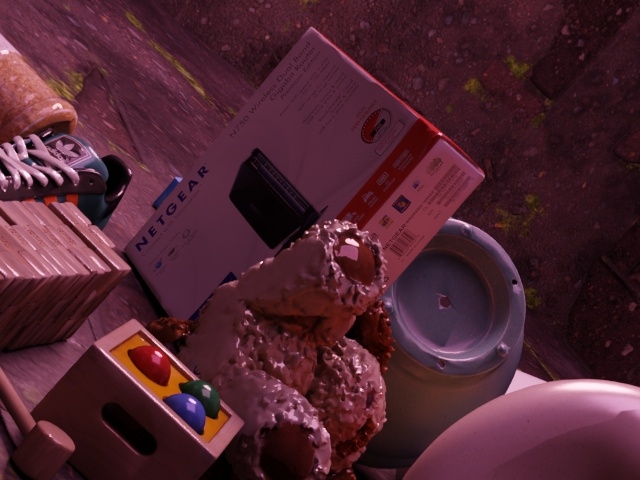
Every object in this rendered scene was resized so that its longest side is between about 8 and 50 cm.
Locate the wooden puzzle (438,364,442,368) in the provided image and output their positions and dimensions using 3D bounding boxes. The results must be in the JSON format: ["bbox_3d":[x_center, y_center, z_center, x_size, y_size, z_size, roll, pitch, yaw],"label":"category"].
[{"bbox_3d":[0.082,0.158,2.069,0.348,0.080,0.322,42,9,-5],"label":"wooden puzzle"}]

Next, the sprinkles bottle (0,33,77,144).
[{"bbox_3d":[-0.407,-0.210,1.548,0.355,0.121,0.121,45,9,12],"label":"sprinkles bottle"}]

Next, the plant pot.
[{"bbox_3d":[0.103,0.085,1.628,0.293,0.293,0.196,42,-28,-4],"label":"plant pot"}]

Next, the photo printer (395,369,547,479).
[{"bbox_3d":[0.267,0.266,1.812,0.307,0.107,0.256,22,25,10],"label":"photo printer"}]

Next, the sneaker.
[{"bbox_3d":[-0.277,-0.057,1.393,0.108,0.121,0.302,45,9,15],"label":"sneaker"}]

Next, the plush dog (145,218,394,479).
[{"bbox_3d":[-0.023,0.134,1.383,0.210,0.262,0.225,-2,-31,39],"label":"plush dog"}]

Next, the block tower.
[{"bbox_3d":[-0.256,0.028,1.185,0.091,0.097,0.335,43,10,8],"label":"block tower"}]

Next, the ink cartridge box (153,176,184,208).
[{"bbox_3d":[-0.152,-0.023,1.993,0.122,0.052,0.088,44,9,12],"label":"ink cartridge box"}]

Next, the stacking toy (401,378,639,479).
[{"bbox_3d":[0.177,0.288,1.376,0.350,0.350,0.480,42,-6,-6],"label":"stacking toy"}]

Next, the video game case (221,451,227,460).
[{"bbox_3d":[-0.071,0.196,1.443,0.166,0.015,0.119,42,9,-4],"label":"video game case"}]

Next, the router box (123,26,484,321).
[{"bbox_3d":[-0.030,-0.026,1.586,0.082,0.335,0.301,36,7,-39],"label":"router box"}]

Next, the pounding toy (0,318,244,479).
[{"bbox_3d":[-0.162,0.123,1.138,0.181,0.094,0.206,43,9,1],"label":"pounding toy"}]
